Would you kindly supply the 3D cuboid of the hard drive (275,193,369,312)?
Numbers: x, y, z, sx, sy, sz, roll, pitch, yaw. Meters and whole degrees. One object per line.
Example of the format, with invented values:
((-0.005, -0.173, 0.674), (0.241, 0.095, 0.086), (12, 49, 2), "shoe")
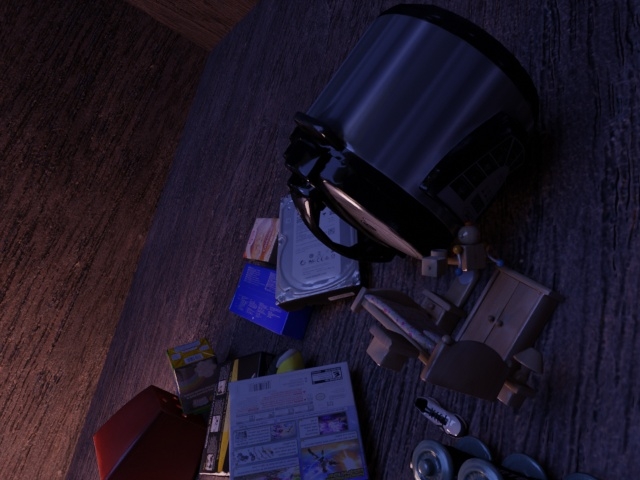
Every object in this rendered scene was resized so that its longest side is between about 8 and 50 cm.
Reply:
((0.000, 0.000, 1.246), (0.237, 0.064, 0.339), (-16, 53, 24), "hard drive")

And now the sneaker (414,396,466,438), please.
((0.206, 0.309, 0.843), (0.109, 0.044, 0.040), (21, 86, 56), "sneaker")

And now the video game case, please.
((-0.052, 0.395, 0.996), (0.269, 0.061, 0.244), (-10, 48, 1), "video game case")

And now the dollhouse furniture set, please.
((0.180, 0.079, 0.737), (0.174, 0.355, 0.303), (-62, 32, 6), "dollhouse furniture set")

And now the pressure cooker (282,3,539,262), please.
((0.140, -0.155, 0.902), (0.420, 0.370, 0.375), (-53, 6, 1), "pressure cooker")

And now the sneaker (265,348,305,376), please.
((-0.055, 0.434, 1.095), (0.147, 0.145, 0.384), (-10, 55, 18), "sneaker")

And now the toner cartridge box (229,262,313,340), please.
((-0.144, 0.169, 1.413), (0.348, 0.075, 0.165), (8, 75, 57), "toner cartridge box")

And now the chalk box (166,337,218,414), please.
((-0.385, 0.439, 1.501), (0.132, 0.132, 0.213), (32, 131, 59), "chalk box")

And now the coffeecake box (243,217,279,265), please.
((-0.161, 0.004, 1.550), (0.185, 0.068, 0.142), (4, 74, 57), "coffeecake box")

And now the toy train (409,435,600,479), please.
((0.247, 0.392, 0.654), (0.334, 0.142, 0.190), (-5, 75, 54), "toy train")

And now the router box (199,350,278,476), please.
((-0.214, 0.476, 1.312), (0.243, 0.081, 0.309), (-26, 50, 46), "router box")

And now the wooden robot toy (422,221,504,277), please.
((0.229, 0.008, 0.787), (0.076, 0.173, 0.079), (14, 109, 60), "wooden robot toy")

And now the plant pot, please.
((-0.510, 0.620, 1.509), (0.236, 0.267, 0.267), (-56, 31, -7), "plant pot")
